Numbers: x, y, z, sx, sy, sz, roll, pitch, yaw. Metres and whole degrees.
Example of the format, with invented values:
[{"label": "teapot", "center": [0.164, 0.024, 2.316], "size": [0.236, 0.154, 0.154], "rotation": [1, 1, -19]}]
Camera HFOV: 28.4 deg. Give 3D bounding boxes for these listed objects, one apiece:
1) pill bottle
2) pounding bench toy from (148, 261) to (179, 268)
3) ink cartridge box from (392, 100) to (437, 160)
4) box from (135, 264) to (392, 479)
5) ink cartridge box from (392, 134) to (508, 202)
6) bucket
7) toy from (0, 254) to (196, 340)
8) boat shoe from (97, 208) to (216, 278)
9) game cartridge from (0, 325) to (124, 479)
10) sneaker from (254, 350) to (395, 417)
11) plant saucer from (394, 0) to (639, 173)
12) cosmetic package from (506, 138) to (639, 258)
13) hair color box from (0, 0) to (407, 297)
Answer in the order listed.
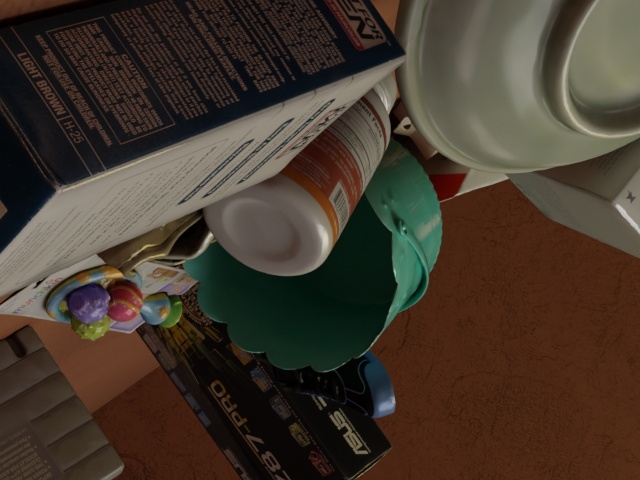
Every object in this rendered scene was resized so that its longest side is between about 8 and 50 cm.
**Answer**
[{"label": "pill bottle", "center": [-0.010, -0.080, 1.139], "size": [0.121, 0.121, 0.216], "rotation": [-39, -164, 48]}, {"label": "pounding bench toy", "center": [-0.224, 0.038, 1.564], "size": [0.065, 0.052, 0.083], "rotation": [-29, 173, -44]}, {"label": "ink cartridge box", "center": [0.178, -0.186, 1.802], "size": [0.143, 0.090, 0.092], "rotation": [-33, 175, -13]}, {"label": "box", "center": [-0.102, 0.182, 1.773], "size": [0.097, 0.395, 0.318], "rotation": [-34, 177, -28]}, {"label": "ink cartridge box", "center": [0.165, -0.125, 1.929], "size": [0.385, 0.091, 0.308], "rotation": [-17, -170, -26]}, {"label": "bucket", "center": [0.000, 0.000, 1.478], "size": [0.281, 0.281, 0.183], "rotation": [-37, 178, 34]}, {"label": "toy", "center": [-0.239, 0.076, 1.447], "size": [0.137, 0.056, 0.237], "rotation": [-37, 158, 21]}, {"label": "boat shoe", "center": [-0.140, -0.028, 1.171], "size": [0.113, 0.103, 0.302], "rotation": [-36, 175, 23]}, {"label": "game cartridge", "center": [-0.438, 0.283, 1.512], "size": [0.355, 0.230, 0.068], "rotation": [-31, 174, -30]}, {"label": "sneaker", "center": [0.002, 0.162, 1.531], "size": [0.090, 0.081, 0.232], "rotation": [-17, -158, -23]}, {"label": "plant saucer", "center": [0.253, -0.194, 1.029], "size": [0.400, 0.100, 0.400], "rotation": [-20, 139, -18]}, {"label": "cosmetic package", "center": [0.336, -0.115, 1.325], "size": [0.224, 0.138, 0.225], "rotation": [-51, -151, -4]}, {"label": "hair color box", "center": [-0.112, -0.080, 0.839], "size": [0.174, 0.105, 0.347], "rotation": [-38, 173, 40]}]
